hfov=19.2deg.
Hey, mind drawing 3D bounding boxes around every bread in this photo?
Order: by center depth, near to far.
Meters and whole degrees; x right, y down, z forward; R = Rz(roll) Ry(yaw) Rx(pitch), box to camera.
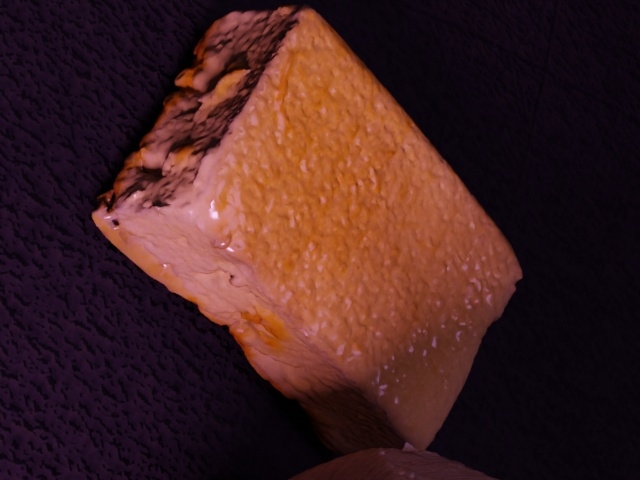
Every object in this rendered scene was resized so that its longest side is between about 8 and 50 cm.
[{"bbox_3d":[0.000,0.000,1.251,0.275,0.114,0.185,46,60,-31],"label":"bread"}]

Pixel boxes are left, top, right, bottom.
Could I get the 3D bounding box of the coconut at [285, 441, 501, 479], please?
[{"bbox_3d":[0.046,0.291,1.106,0.360,0.346,0.346,39,60,-38],"label":"coconut"}]
